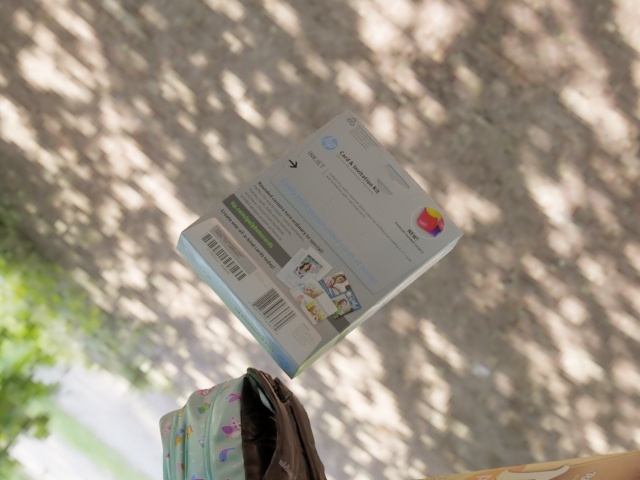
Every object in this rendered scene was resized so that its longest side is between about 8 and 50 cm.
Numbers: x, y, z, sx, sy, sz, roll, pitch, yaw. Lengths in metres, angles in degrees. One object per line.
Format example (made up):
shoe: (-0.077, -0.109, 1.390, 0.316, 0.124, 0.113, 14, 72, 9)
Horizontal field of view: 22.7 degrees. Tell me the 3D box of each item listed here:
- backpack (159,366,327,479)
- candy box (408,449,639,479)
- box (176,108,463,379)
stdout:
backpack: (-0.059, 0.192, 1.267, 0.152, 0.115, 0.182, 49, -156, -51)
candy box: (0.105, 0.231, 1.078, 0.316, 0.183, 0.087, -22, 99, 56)
box: (0.000, 0.000, 1.292, 0.145, 0.186, 0.038, 48, 157, 9)
